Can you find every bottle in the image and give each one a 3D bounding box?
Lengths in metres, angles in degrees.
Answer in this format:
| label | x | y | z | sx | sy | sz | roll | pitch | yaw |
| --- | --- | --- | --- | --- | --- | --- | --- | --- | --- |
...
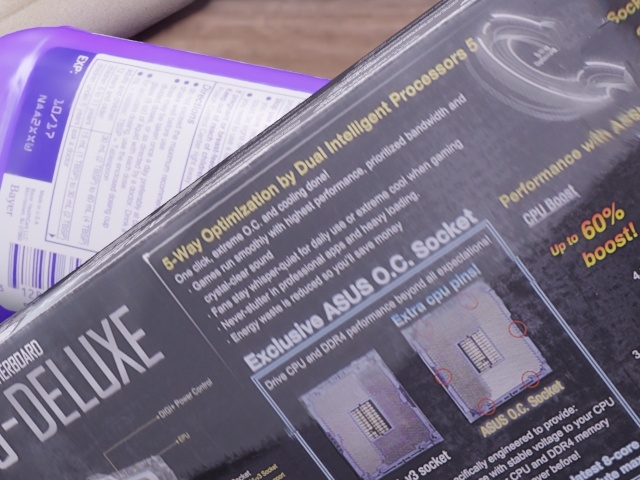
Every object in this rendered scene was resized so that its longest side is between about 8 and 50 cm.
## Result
| label | x | y | z | sx | sy | sz | roll | pitch | yaw |
| --- | --- | --- | --- | --- | --- | --- | --- | --- | --- |
| bottle | 0.000 | 0.000 | 0.690 | 0.282 | 0.092 | 0.118 | 12 | 92 | 22 |

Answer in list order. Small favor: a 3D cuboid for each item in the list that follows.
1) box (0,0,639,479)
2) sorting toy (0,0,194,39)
| label | x | y | z | sx | sy | sz | roll | pitch | yaw |
| --- | --- | --- | --- | --- | --- | --- | --- | --- | --- |
| box | 0.049 | 0.068 | 0.595 | 0.307 | 0.076 | 0.242 | -35 | 97 | 24 |
| sorting toy | -0.156 | -0.152 | 0.796 | 0.347 | 0.047 | 0.196 | -27 | 74 | 16 |
